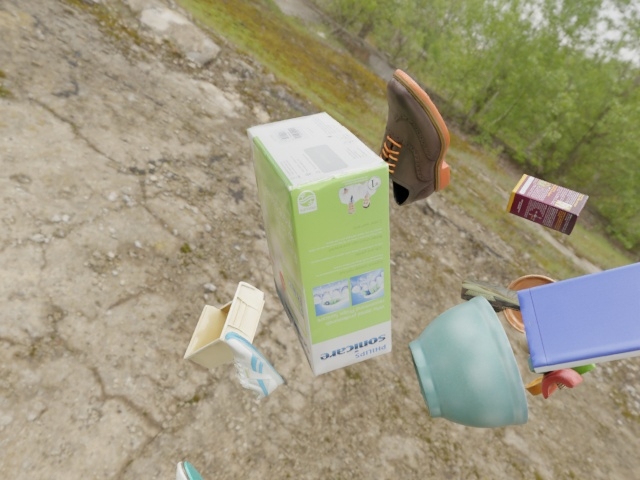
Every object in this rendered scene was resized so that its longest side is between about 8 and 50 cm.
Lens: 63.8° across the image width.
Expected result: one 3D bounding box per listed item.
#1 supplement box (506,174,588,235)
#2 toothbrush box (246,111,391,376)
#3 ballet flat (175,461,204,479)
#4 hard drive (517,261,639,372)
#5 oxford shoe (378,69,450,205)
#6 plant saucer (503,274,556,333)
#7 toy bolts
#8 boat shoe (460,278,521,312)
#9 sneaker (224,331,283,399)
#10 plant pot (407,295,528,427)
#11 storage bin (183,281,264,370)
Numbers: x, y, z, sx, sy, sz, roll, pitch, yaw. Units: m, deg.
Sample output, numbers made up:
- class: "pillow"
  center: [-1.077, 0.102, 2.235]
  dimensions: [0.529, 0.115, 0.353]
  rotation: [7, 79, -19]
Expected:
- class: "supplement box"
  center: [0.651, -0.105, 1.482]
  dimensions: [0.188, 0.081, 0.104]
  rotation: [26, 50, 25]
- class: "toothbrush box"
  center: [0.000, 0.000, 0.694]
  dimensions: [0.122, 0.284, 0.206]
  rotation: [-16, 35, -13]
- class: "ballet flat"
  center: [-0.371, 0.859, 1.601]
  dimensions: [0.139, 0.139, 0.401]
  rotation: [-94, 160, -62]
- class: "hard drive"
  center: [0.605, 0.159, 1.106]
  dimensions: [0.040, 0.318, 0.210]
  rotation: [54, 30, -35]
- class: "oxford shoe"
  center: [0.135, -0.141, 0.793]
  dimensions: [0.097, 0.098, 0.271]
  rotation: [54, -2, 36]
- class: "plant saucer"
  center: [0.683, 0.205, 1.635]
  dimensions: [0.200, 0.200, 0.037]
  rotation: [41, 22, 13]
- class: "toy bolts"
  center: [0.580, 0.301, 1.334]
  dimensions: [0.228, 0.218, 0.159]
  rotation: [-6, 61, -52]
- class: "boat shoe"
  center: [0.520, 0.176, 1.516]
  dimensions: [0.223, 0.074, 0.080]
  rotation: [19, 20, 34]
- class: "sneaker"
  center: [-0.192, 0.339, 1.381]
  dimensions: [0.229, 0.092, 0.087]
  rotation: [56, -13, -27]
- class: "plant pot"
  center: [0.316, 0.294, 1.172]
  dimensions: [0.293, 0.196, 0.294]
  rotation: [-17, 90, -87]
- class: "storage bin"
  center: [-0.347, 0.312, 1.886]
  dimensions: [0.123, 0.262, 0.261]
  rotation: [35, 45, -23]
